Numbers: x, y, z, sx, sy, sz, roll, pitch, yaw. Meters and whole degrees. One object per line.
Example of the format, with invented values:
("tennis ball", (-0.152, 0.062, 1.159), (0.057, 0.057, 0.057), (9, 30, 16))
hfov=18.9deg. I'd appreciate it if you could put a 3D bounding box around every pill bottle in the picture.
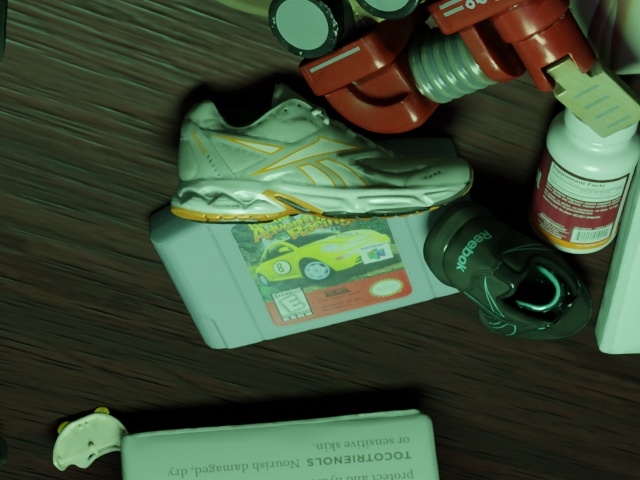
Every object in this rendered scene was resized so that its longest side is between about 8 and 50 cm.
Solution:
("pill bottle", (0.240, -0.067, 1.728), (0.086, 0.086, 0.152), (0, 138, -8))

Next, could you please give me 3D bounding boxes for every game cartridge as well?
("game cartridge", (0.000, 0.000, 1.798), (0.294, 0.060, 0.196), (-15, 134, 9))

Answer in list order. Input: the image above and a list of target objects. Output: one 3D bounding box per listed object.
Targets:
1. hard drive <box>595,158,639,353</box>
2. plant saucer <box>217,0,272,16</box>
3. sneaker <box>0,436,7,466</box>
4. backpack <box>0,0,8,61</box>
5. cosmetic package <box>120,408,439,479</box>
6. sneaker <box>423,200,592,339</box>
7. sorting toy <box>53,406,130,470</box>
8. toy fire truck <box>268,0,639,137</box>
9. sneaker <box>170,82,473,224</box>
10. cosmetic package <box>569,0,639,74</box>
("hard drive", (0.389, -0.005, 1.853), (0.203, 0.040, 0.307), (-2, 137, -5))
("plant saucer", (0.016, -0.262, 1.474), (0.278, 0.041, 0.278), (-7, 152, -4))
("sneaker", (-0.411, 0.156, 1.882), (0.121, 0.108, 0.302), (-17, 145, 10))
("backpack", (-0.352, -0.223, 1.369), (0.263, 0.276, 0.213), (0, 151, -3))
("cosmetic package", (-0.029, 0.433, 1.993), (0.328, 0.393, 0.329), (-4, 147, -3))
("sneaker", (0.194, 0.052, 1.795), (0.267, 0.106, 0.101), (27, 96, -53))
("sorting toy", (-0.235, 0.215, 2.016), (0.083, 0.045, 0.075), (-22, 150, 0))
("toy fire truck", (0.120, -0.142, 1.437), (0.217, 0.158, 0.246), (-21, 110, 37))
("sneaker", (0.001, -0.077, 1.660), (0.263, 0.121, 0.099), (-1, 177, -3))
("cosmetic package", (0.311, -0.227, 1.526), (0.296, 0.129, 0.153), (-4, 138, -3))
